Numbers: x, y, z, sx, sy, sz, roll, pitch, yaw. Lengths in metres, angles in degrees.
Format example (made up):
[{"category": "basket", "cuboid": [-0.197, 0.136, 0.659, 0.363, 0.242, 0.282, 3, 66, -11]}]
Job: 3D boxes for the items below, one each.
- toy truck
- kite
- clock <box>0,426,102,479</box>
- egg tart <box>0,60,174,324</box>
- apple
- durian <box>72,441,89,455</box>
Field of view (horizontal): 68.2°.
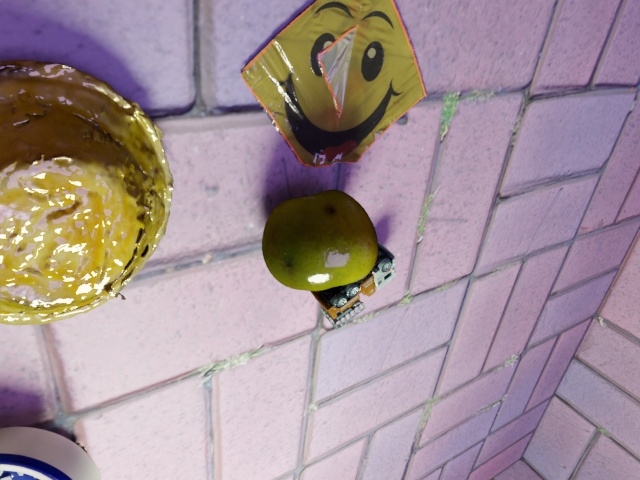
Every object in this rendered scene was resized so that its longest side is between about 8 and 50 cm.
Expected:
[{"category": "toy truck", "cuboid": [0.074, 0.091, 0.977, 0.178, 0.080, 0.115, -36, 140, -11]}, {"category": "kite", "cuboid": [0.047, -0.271, 0.757, 0.378, 0.013, 0.327, -9, 123, -32]}, {"category": "clock", "cuboid": [-0.454, 0.393, 0.708, 0.231, 0.083, 0.230, -1, 108, -3]}, {"category": "egg tart", "cuboid": [-0.317, -0.031, 0.554, 0.341, 0.132, 0.341, -19, 127, -27]}, {"category": "apple", "cuboid": [0.000, 0.000, 0.785, 0.196, 0.196, 0.156, -14, 91, -30]}, {"category": "durian", "cuboid": [-0.432, 0.377, 0.787, 0.091, 0.080, 0.080, -37, 136, 4]}]
